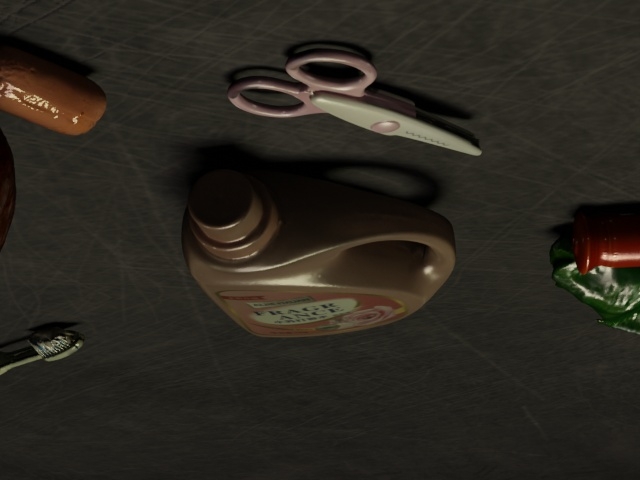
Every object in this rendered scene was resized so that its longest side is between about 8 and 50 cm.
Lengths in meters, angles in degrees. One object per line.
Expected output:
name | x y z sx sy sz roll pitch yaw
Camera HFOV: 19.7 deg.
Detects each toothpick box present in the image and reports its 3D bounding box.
toothpick box | 0.222 0.000 1.312 0.083 0.047 0.047 -2 165 -4

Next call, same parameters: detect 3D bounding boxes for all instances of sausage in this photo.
sausage | -0.145 -0.077 0.949 0.034 0.034 0.083 -13 162 31

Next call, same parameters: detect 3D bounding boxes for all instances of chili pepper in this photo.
chili pepper | 0.257 0.029 1.410 0.216 0.062 0.108 11 152 -43

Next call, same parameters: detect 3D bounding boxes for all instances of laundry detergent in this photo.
laundry detergent | 0.000 0.000 1.206 0.171 0.076 0.237 -7 163 8

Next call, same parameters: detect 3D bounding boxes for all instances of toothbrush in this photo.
toothbrush | -0.313 0.113 1.628 0.294 0.026 0.028 -18 142 40

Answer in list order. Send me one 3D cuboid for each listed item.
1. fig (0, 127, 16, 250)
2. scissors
fig | -0.260 0.038 0.938 0.146 0.274 0.170 25 -179 -8
scissors | 0.031 -0.073 1.033 0.085 0.022 0.176 -21 154 40
